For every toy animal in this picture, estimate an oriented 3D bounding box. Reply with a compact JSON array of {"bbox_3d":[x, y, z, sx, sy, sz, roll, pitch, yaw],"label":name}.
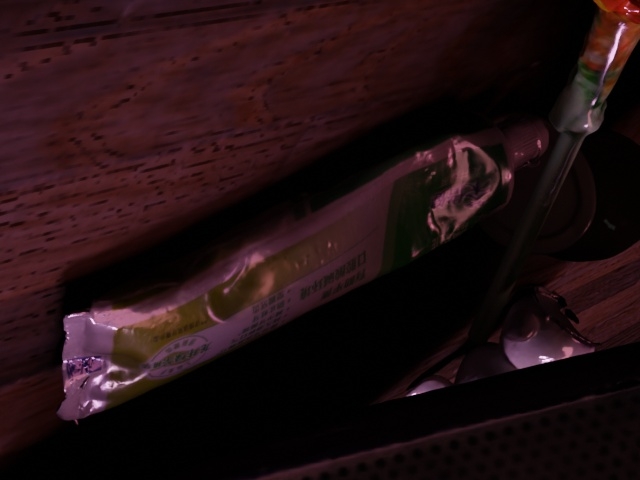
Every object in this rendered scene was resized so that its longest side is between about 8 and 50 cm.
[{"bbox_3d":[0.135,0.096,1.026,0.124,0.071,0.085,-46,162,17],"label":"toy animal"}]

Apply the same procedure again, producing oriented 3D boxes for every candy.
[{"bbox_3d":[0.104,-0.049,0.556,0.078,0.084,0.288,-35,153,-37],"label":"candy"}]

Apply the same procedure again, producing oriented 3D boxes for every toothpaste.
[{"bbox_3d":[0.000,0.000,0.586,0.248,0.047,0.078,-27,154,-29],"label":"toothpaste"}]

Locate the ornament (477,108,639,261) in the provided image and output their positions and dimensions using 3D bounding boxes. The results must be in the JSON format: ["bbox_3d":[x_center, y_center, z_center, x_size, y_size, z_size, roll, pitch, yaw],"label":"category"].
[{"bbox_3d":[0.125,-0.023,0.732,0.081,0.075,0.156,-44,163,18],"label":"ornament"}]

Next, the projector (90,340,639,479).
[{"bbox_3d":[0.074,0.231,0.747,0.405,0.242,0.395,-13,161,-4],"label":"projector"}]
